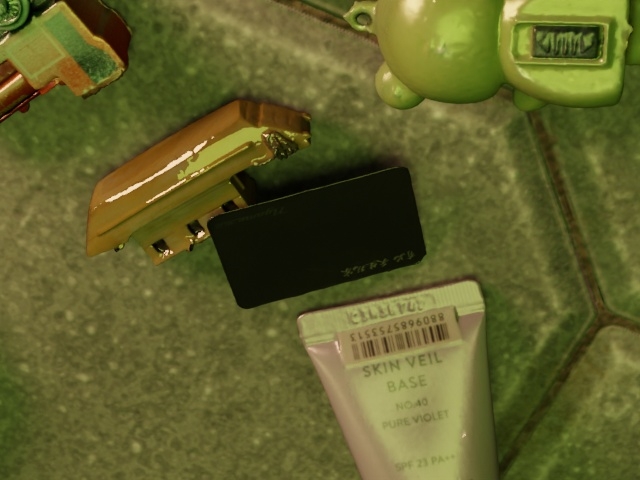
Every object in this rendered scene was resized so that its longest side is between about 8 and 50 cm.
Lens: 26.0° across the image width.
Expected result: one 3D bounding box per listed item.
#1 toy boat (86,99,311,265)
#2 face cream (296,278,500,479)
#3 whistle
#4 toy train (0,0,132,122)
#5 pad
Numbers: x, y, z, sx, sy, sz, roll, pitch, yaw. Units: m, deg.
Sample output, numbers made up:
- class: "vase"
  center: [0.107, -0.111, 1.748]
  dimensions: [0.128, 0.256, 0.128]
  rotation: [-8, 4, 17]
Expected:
- class: "toy boat"
  center: [-0.092, -0.041, 1.046]
  dimensions: [0.201, 0.057, 0.077]
  rotation: [-29, 120, 17]
- class: "face cream"
  center: [0.088, 0.171, 1.152]
  dimensions: [0.154, 0.096, 0.273]
  rotation: [-12, 106, 13]
- class: "whistle"
  center: [0.159, -0.150, 0.940]
  dimensions: [0.289, 0.106, 0.131]
  rotation: [1, 115, 6]
- class: "toy train"
  center: [-0.234, -0.131, 0.992]
  dimensions: [0.176, 0.074, 0.118]
  rotation: [-33, 117, 17]
- class: "pad"
  center: [0.000, 0.000, 1.065]
  dimensions: [0.157, 0.003, 0.112]
  rotation: [-16, 137, 1]
